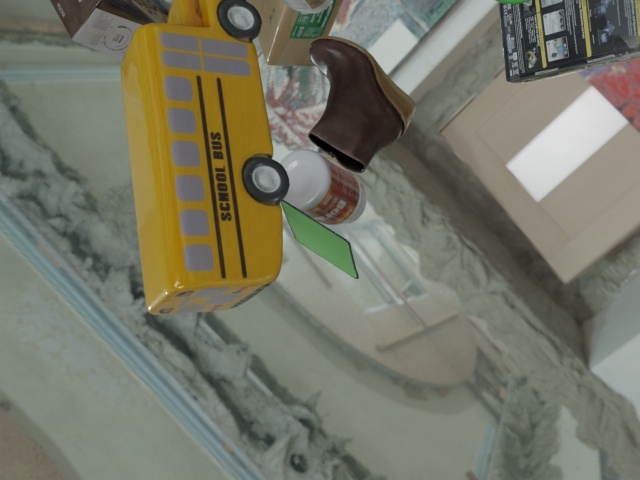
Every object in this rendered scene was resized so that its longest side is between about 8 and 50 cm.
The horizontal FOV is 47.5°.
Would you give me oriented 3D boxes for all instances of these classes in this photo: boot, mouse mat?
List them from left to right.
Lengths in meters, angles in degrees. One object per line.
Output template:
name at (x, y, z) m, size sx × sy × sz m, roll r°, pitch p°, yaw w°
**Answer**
mouse mat at (0.000, 0.000, 1.297) m, size 0.152 × 0.007 × 0.190 m, roll 33°, pitch 166°, yaw 19°
boot at (0.037, -0.252, 1.308) m, size 0.248 × 0.090 × 0.207 m, roll 38°, pitch -125°, yaw 7°

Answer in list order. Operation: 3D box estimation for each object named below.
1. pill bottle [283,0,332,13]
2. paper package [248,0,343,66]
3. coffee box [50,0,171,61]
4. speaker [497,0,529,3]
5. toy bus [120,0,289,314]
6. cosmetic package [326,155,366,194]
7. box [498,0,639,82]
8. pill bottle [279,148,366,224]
pill bottle at (-0.036, -0.540, 1.482) m, size 0.131 × 0.131 × 0.229 m, roll 47°, pitch -170°, yaw 4°
paper package at (-0.077, -0.691, 2.009) m, size 0.168 × 0.325 × 0.310 m, roll -8°, pitch -110°, yaw -20°
coffee box at (-0.430, -0.488, 1.616) m, size 0.297 × 0.119 × 0.168 m, roll 12°, pitch -140°, yaw -57°
speaker at (0.267, -0.492, 1.058) m, size 0.131 × 0.131 × 0.297 m, roll 24°, pitch -129°, yaw -42°
toy bus at (-0.120, -0.101, 0.728) m, size 0.130 × 0.108 × 0.333 m, roll -2°, pitch -108°, yaw -28°
cosmetic package at (0.053, -0.145, 1.713) m, size 0.115 × 0.041 × 0.060 m, roll 47°, pitch 174°, yaw 29°
box at (0.503, -0.539, 1.446) m, size 0.097 × 0.318 × 0.395 m, roll -9°, pitch -87°, yaw -39°
pill bottle at (0.008, -0.097, 1.450) m, size 0.121 × 0.121 × 0.216 m, roll 56°, pitch -164°, yaw 25°
